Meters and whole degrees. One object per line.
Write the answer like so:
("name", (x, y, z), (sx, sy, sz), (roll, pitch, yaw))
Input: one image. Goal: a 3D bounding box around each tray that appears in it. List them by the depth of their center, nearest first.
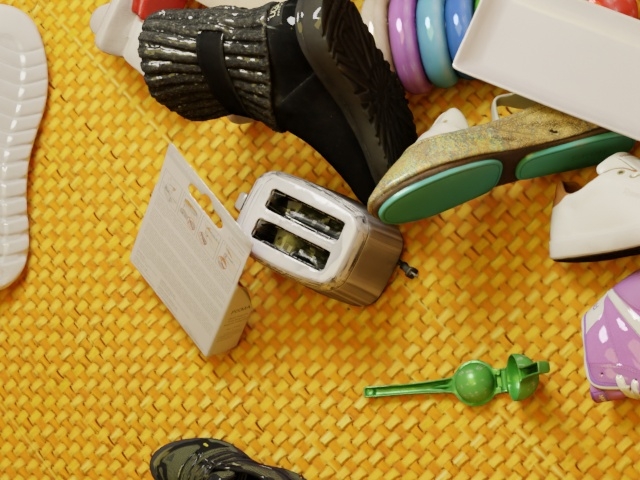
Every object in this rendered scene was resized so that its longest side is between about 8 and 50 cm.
("tray", (0.301, -0.207, 1.645), (0.270, 0.030, 0.145), (22, 74, 7))

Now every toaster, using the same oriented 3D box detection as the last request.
("toaster", (0.000, 0.000, 1.776), (0.227, 0.146, 0.129), (28, 93, 24))

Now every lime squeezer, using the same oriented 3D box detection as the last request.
("lime squeezer", (0.189, 0.173, 1.696), (0.310, 0.110, 0.059), (-15, 91, 51))

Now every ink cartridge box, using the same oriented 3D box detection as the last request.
("ink cartridge box", (-0.151, 0.011, 1.819), (0.189, 0.066, 0.232), (49, 135, 23))

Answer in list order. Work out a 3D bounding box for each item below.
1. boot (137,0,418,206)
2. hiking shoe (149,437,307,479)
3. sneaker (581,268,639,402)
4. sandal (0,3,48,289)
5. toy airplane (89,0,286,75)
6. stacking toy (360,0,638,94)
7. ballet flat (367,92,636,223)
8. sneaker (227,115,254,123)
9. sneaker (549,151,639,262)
("boot", (-0.041, -0.157, 1.724), (0.260, 0.348, 0.131), (-8, 39, 27))
("hiking shoe", (-0.127, 0.298, 1.793), (0.227, 0.114, 0.086), (9, 84, 24))
("sneaker", (0.400, 0.173, 1.610), (0.161, 0.102, 0.282), (-37, 58, 16))
("sandal", (-0.491, -0.132, 2.026), (0.102, 0.169, 0.416), (-12, 72, 62))
("toy airplane", (-0.166, -0.398, 1.883), (0.384, 0.272, 0.386), (-29, 78, 55))
("stacking toy", (0.222, -0.264, 1.746), (0.330, 0.141, 0.141), (-8, 77, 17))
("ballet flat", (0.203, -0.114, 1.676), (0.348, 0.123, 0.123), (-17, 72, -12))
("sneaker", (-0.059, -0.259, 1.891), (0.217, 0.079, 0.121), (-38, 65, 4))
("sneaker", (0.374, -0.048, 1.604), (0.290, 0.106, 0.123), (-9, 79, 45))
